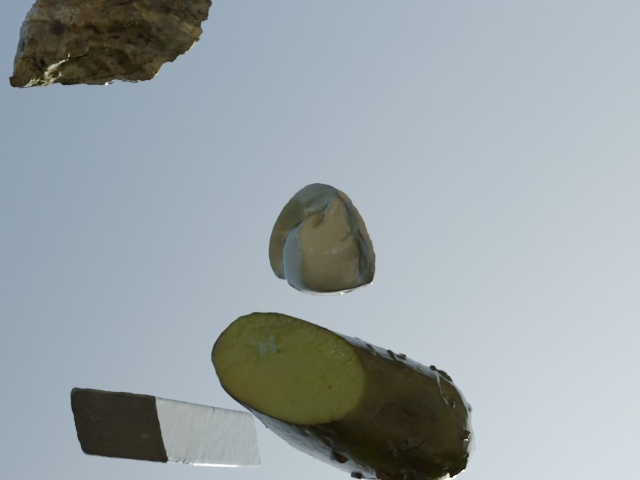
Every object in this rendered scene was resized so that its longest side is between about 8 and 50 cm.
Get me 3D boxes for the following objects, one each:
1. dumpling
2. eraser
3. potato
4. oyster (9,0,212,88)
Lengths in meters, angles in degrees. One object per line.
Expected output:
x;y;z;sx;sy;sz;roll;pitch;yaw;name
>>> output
0.002;0.000;0.540;0.043;0.077;0.060;-12;-85;-16;dumpling
-0.180;0.233;1.278;0.352;0.111;0.077;37;-124;-68;eraser
0.022;0.171;1.102;0.298;0.176;0.141;19;-115;7;potato
-0.211;-0.226;1.048;0.208;0.072;0.133;-9;-106;-1;oyster
